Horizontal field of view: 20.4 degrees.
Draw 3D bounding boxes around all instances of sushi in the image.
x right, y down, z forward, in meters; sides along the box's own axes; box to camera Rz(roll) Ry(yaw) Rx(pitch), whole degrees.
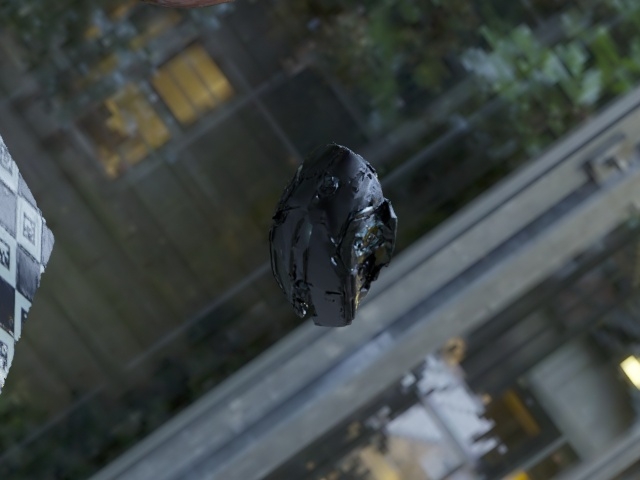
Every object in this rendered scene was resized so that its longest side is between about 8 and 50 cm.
[{"bbox_3d":[-0.333,-0.028,1.538,0.264,0.050,0.290,-82,155,-52],"label":"sushi"}]

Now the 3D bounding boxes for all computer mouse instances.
[{"bbox_3d":[0.000,0.000,1.901,0.146,0.077,0.242,38,-43,30],"label":"computer mouse"}]

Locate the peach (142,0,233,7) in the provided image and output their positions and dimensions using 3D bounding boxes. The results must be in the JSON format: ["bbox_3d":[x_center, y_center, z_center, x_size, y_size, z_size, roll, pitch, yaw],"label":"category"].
[{"bbox_3d":[-0.124,-0.310,1.546,0.232,0.256,0.232,-5,90,-86],"label":"peach"}]
